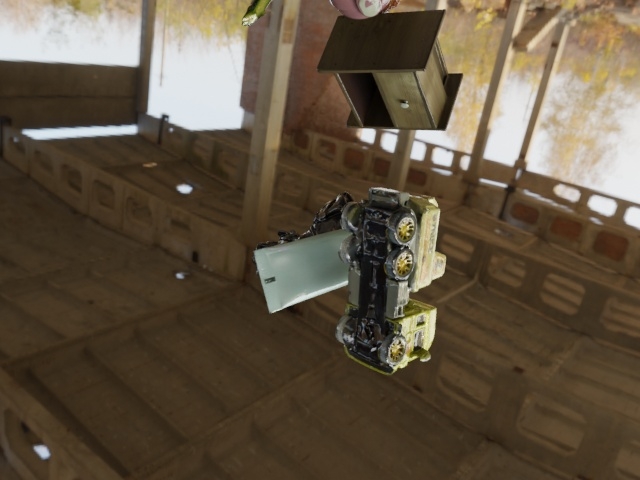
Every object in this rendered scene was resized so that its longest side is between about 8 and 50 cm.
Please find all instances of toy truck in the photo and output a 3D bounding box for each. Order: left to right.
[{"bbox_3d":[0.120,0.055,0.911,0.157,0.272,0.124,-7,-165,-39],"label":"toy truck"}]

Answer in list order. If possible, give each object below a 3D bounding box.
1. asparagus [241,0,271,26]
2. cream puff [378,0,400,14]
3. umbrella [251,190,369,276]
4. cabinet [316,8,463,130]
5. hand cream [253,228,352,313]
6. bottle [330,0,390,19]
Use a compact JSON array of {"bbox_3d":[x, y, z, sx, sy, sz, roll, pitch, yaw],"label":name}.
[{"bbox_3d":[-0.090,-0.347,0.868,0.021,0.025,0.108,-13,-139,38],"label":"asparagus"},{"bbox_3d":[0.076,-0.532,1.093,0.240,0.164,0.240,38,177,2],"label":"cream puff"},{"bbox_3d":[0.000,0.001,1.149,0.122,0.272,0.110,64,-172,24],"label":"umbrella"},{"bbox_3d":[0.135,-0.314,1.115,0.215,0.148,0.175,8,156,28],"label":"cabinet"},{"bbox_3d":[0.049,0.026,1.022,0.320,0.109,0.067,-17,-170,-19],"label":"hand cream"},{"bbox_3d":[0.016,-0.373,0.697,0.120,0.120,0.253,27,170,37],"label":"bottle"}]
